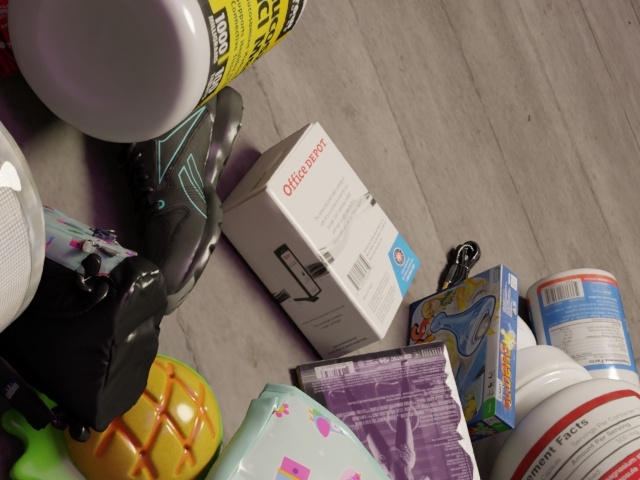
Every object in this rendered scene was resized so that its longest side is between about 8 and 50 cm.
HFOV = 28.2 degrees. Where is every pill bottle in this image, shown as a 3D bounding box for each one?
[{"bbox_3d":[0.321,0.291,1.321,0.229,0.229,0.408,24,14,-42],"label":"pill bottle"},{"bbox_3d":[-0.123,-0.237,1.188,0.188,0.188,0.334,56,36,-12],"label":"pill bottle"},{"bbox_3d":[0.345,0.159,1.655,0.124,0.124,0.222,20,55,-45],"label":"pill bottle"}]

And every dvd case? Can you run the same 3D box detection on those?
[{"bbox_3d":[0.077,0.220,1.291,0.164,0.018,0.221,-8,72,-18],"label":"dvd case"}]

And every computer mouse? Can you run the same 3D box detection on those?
[{"bbox_3d":[0.225,0.098,1.608,0.193,0.042,0.106,51,36,-18],"label":"computer mouse"}]

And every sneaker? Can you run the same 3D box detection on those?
[{"bbox_3d":[-0.147,-0.049,1.201,0.106,0.101,0.267,22,48,-19],"label":"sneaker"}]

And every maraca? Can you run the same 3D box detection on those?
[{"bbox_3d":[-0.164,0.153,1.032,0.185,0.099,0.127,-5,68,-31],"label":"maraca"}]

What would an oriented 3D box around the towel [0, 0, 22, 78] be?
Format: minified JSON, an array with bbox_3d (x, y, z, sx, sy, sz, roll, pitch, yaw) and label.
[{"bbox_3d":[-0.291,-0.291,1.199,0.275,0.031,0.199,61,34,-5],"label":"towel"}]

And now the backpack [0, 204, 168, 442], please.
[{"bbox_3d":[-0.211,0.048,0.980,0.182,0.152,0.115,25,20,22],"label":"backpack"}]

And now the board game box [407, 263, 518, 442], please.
[{"bbox_3d":[0.154,0.135,1.414,0.035,0.136,0.201,38,42,-31],"label":"board game box"}]

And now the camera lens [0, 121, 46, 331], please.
[{"bbox_3d":[-0.324,0.019,0.798,0.219,0.219,0.274,56,36,-11],"label":"camera lens"}]

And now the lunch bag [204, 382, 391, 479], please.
[{"bbox_3d":[-0.021,0.280,1.082,0.262,0.160,0.223,59,36,-18],"label":"lunch bag"}]

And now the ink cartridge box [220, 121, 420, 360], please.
[{"bbox_3d":[0.000,0.000,1.342,0.203,0.086,0.148,53,36,-15],"label":"ink cartridge box"}]
